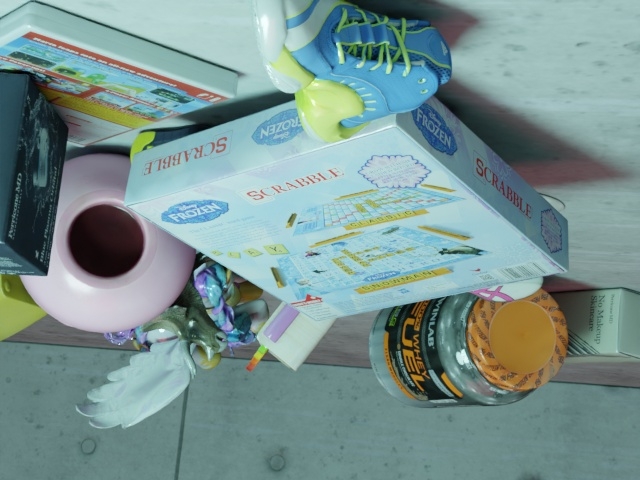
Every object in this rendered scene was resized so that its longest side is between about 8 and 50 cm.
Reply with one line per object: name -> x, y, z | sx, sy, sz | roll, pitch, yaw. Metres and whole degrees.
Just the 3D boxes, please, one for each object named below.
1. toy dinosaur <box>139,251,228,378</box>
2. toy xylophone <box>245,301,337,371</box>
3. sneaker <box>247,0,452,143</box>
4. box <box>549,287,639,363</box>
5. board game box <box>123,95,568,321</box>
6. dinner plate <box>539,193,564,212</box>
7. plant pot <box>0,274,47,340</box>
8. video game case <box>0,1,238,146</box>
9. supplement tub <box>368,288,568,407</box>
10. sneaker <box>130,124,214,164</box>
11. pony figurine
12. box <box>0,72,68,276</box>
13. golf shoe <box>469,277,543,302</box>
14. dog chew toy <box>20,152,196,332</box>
toy dinosaur -> -0.242, 0.046, 1.638 | 0.314, 0.160, 0.121 | 26, 164, 39
toy xylophone -> -0.018, 0.117, 1.895 | 0.081, 0.236, 0.322 | 39, 165, 2
sneaker -> 0.025, -0.149, 0.856 | 0.126, 0.091, 0.240 | -15, 165, 7
box -> 0.414, 0.147, 1.983 | 0.094, 0.113, 0.275 | 16, 163, -37
board game box -> 0.031, -0.027, 1.175 | 0.319, 0.065, 0.318 | -14, 148, 34
dinner plate -> 0.219, -0.037, 1.420 | 0.141, 0.017, 0.141 | 5, 170, 1
plant pot -> -0.504, 0.040, 1.712 | 0.187, 0.212, 0.212 | -10, 164, 15
video game case -> -0.239, -0.143, 1.098 | 0.204, 0.025, 0.285 | 15, 165, -37
supplement tub -> 0.235, 0.165, 1.916 | 0.207, 0.207, 0.338 | 10, 167, -22
sneaker -> -0.130, -0.089, 1.248 | 0.144, 0.053, 0.059 | 7, 173, 34
pony figurine -> -0.246, 0.128, 1.944 | 0.351, 0.302, 0.363 | -27, 164, -2
box -> -0.302, -0.057, 1.093 | 0.093, 0.156, 0.158 | 5, 168, 3
golf shoe -> 0.231, 0.047, 1.688 | 0.186, 0.067, 0.086 | 7, 167, -7
dog chew toy -> -0.260, 0.006, 1.442 | 0.207, 0.206, 0.332 | 8, 176, -10
